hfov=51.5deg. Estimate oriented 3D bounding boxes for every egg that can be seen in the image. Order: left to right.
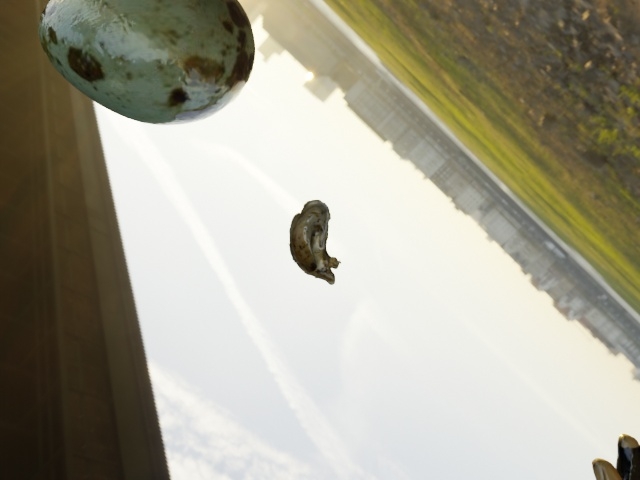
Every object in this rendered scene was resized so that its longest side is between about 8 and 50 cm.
[{"bbox_3d":[-0.183,-0.210,0.704,0.231,0.169,0.169,9,-165,2],"label":"egg"}]

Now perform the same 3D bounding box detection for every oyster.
[{"bbox_3d":[0.000,0.000,0.776,0.081,0.083,0.038,31,-173,6],"label":"oyster"}]

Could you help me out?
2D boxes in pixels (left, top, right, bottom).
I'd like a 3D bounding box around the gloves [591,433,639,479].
[{"bbox_3d":[0.432,0.363,0.777,0.301,0.152,0.197,54,166,5],"label":"gloves"}]
